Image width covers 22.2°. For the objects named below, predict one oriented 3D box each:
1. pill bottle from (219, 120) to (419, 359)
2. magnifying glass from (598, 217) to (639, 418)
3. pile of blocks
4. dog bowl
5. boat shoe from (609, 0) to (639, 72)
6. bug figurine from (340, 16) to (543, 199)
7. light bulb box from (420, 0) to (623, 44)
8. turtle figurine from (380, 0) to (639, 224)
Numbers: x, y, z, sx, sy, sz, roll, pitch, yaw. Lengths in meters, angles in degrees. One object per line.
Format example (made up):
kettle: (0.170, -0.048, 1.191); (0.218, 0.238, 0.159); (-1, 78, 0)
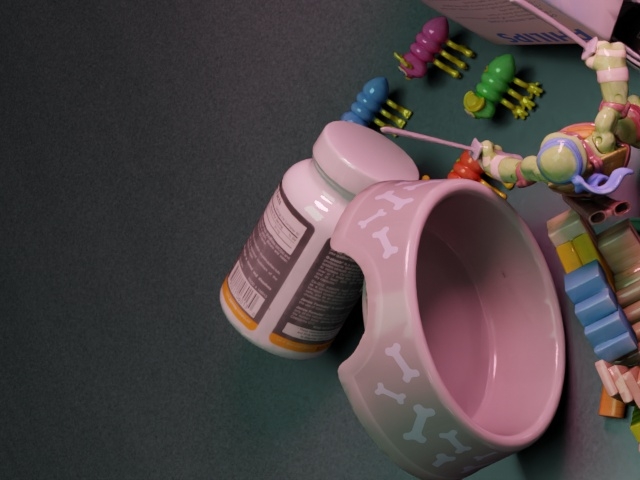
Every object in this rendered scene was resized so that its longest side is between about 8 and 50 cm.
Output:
pill bottle: (0.000, 0.000, 2.020); (0.162, 0.162, 0.278); (51, 123, 34)
magnifying glass: (0.347, 0.087, 1.857); (0.092, 0.026, 0.231); (3, 81, 37)
pile of blocks: (0.358, 0.107, 1.748); (0.113, 0.149, 0.362); (-29, 69, 17)
dog bowl: (0.152, 0.090, 1.812); (0.102, 0.349, 0.348); (-17, 69, 36)
boat shoe: (0.437, -0.202, 1.814); (0.301, 0.102, 0.108); (35, 100, 38)
bug figurine: (0.142, -0.165, 2.046); (0.279, 0.072, 0.216); (38, 102, 37)
light bulb box: (0.196, -0.453, 1.845); (0.225, 0.361, 0.358); (11, 79, 59)
turtle figurine: (0.267, -0.145, 1.806); (0.275, 0.266, 0.197); (29, 104, 26)
